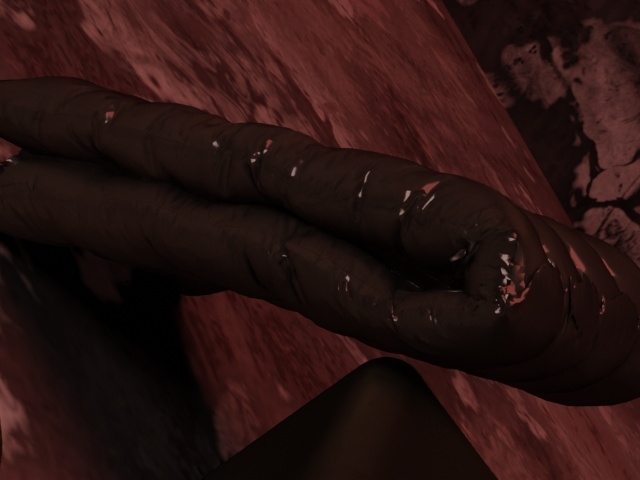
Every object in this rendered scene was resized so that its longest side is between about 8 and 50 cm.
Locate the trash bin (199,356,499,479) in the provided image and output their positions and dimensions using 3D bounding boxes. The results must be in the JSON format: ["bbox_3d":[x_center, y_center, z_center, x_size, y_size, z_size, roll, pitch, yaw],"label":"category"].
[{"bbox_3d":[-0.012,0.153,0.730,0.122,0.164,0.240,53,12,-4],"label":"trash bin"}]

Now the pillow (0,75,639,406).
[{"bbox_3d":[0.000,0.000,0.917,0.326,0.101,0.228,13,-2,30],"label":"pillow"}]

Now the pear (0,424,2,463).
[{"bbox_3d":[-0.157,0.060,0.597,0.107,0.107,0.131,47,8,-24],"label":"pear"}]
